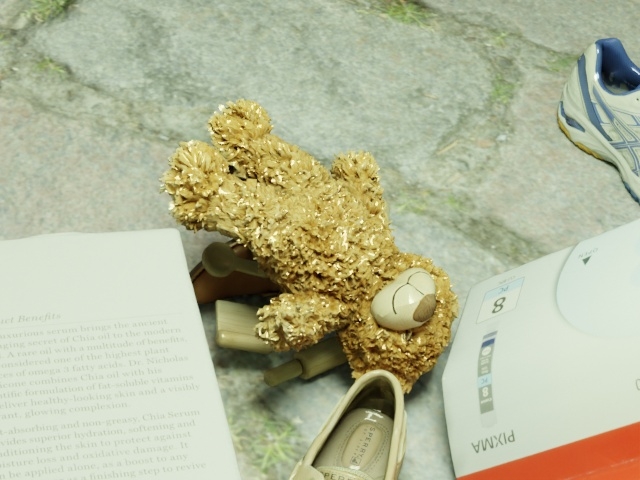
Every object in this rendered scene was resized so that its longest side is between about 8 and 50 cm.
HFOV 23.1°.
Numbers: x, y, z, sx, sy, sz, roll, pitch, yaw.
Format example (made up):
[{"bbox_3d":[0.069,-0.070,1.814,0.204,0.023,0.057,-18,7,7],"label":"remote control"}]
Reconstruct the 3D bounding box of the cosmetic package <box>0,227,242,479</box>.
[{"bbox_3d":[-0.200,0.201,1.353,0.230,0.161,0.453,-4,44,-14],"label":"cosmetic package"}]

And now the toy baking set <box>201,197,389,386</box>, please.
[{"bbox_3d":[-0.007,0.036,1.601,0.256,0.030,0.197,-15,78,-31],"label":"toy baking set"}]

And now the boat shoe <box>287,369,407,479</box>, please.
[{"bbox_3d":[0.011,0.240,1.393,0.109,0.098,0.302,18,43,10],"label":"boat shoe"}]

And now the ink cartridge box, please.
[{"bbox_3d":[0.239,0.140,1.411,0.091,0.308,0.385,51,38,-21],"label":"ink cartridge box"}]

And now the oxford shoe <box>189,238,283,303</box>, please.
[{"bbox_3d":[-0.044,0.030,1.635,0.212,0.076,0.076,-18,58,-27],"label":"oxford shoe"}]

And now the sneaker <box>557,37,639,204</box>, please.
[{"bbox_3d":[0.400,-0.124,1.834,0.112,0.131,0.296,-28,55,-36],"label":"sneaker"}]

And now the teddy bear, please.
[{"bbox_3d":[0.000,0.000,1.523,0.245,0.113,0.338,-26,77,-49],"label":"teddy bear"}]
